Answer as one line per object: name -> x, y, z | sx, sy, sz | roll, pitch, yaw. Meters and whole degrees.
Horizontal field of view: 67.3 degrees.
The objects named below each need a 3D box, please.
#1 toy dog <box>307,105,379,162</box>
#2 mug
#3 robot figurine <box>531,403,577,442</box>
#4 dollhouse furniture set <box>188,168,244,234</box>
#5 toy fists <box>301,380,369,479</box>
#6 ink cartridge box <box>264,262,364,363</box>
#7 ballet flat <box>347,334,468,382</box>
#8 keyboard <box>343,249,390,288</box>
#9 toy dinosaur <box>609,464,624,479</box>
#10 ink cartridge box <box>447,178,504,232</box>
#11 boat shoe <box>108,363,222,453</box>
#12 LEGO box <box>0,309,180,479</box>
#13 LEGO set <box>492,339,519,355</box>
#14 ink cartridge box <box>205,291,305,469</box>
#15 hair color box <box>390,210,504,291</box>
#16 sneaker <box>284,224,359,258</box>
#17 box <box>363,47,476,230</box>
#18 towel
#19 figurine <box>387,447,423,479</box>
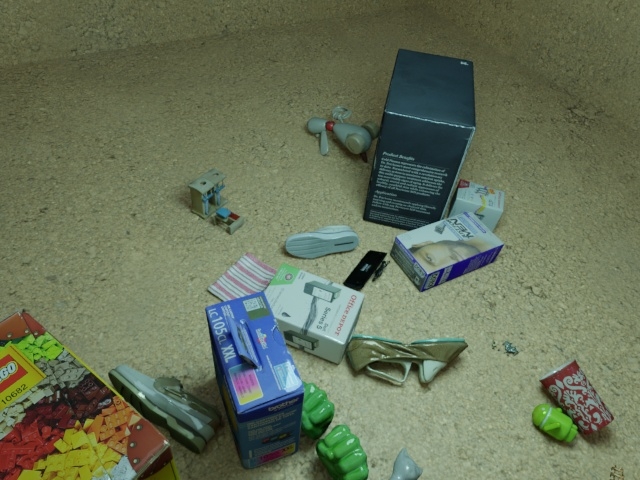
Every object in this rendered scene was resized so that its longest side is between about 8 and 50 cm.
toy dog -> 0.102, -0.428, 2.048 | 0.220, 0.160, 0.334 | -26, 41, -19
mug -> 0.711, 0.421, 1.313 | 0.150, 0.113, 0.169 | -15, 62, -33
robot figurine -> 0.618, 0.482, 1.277 | 0.115, 0.067, 0.101 | 31, 23, 21
dollhouse furniture set -> -0.345, -0.140, 1.688 | 0.184, 0.129, 0.129 | 28, 49, 19
toy fists -> 0.014, 0.463, 1.155 | 0.096, 0.142, 0.279 | -22, 53, -26
ink cartridge box -> -0.031, 0.210, 1.409 | 0.273, 0.114, 0.198 | 19, 47, 10
ballet flat -> 0.246, 0.335, 1.348 | 0.343, 0.116, 0.124 | 3, 66, -5
keyboard -> 0.163, 0.105, 1.606 | 0.100, 0.038, 0.192 | 10, 42, 35
toy dinosaur -> 0.596, 0.643, 1.006 | 0.164, 0.218, 0.321 | 33, 91, 3
ink cartridge box -> 0.587, -0.126, 1.815 | 0.176, 0.127, 0.128 | 18, 46, 7
boat shoe -> -0.384, 0.395, 1.192 | 0.302, 0.113, 0.103 | 34, 49, 9
LEGO box -> -0.446, 0.421, 0.879 | 0.373, 0.499, 0.193 | 31, 49, 20
LEGO set -> 0.562, 0.322, 1.453 | 0.083, 0.023, 0.054 | 2, 46, -7
ink cartridge box -> -0.153, 0.309, 1.101 | 0.151, 0.395, 0.270 | -14, 50, -20
hair color box -> 0.435, 0.030, 1.659 | 0.339, 0.110, 0.185 | -19, 53, -22
sneaker -> 0.000, 0.000, 1.648 | 0.258, 0.094, 0.091 | -3, 29, -17
box -> 0.359, -0.365, 1.772 | 0.298, 0.471, 0.479 | 13, 45, 4
towel -> -0.240, 0.127, 1.518 | 0.144, 0.029, 0.197 | 29, 49, 19
figurine -> 0.190, 0.601, 1.061 | 0.210, 0.092, 0.214 | -27, 78, -39
